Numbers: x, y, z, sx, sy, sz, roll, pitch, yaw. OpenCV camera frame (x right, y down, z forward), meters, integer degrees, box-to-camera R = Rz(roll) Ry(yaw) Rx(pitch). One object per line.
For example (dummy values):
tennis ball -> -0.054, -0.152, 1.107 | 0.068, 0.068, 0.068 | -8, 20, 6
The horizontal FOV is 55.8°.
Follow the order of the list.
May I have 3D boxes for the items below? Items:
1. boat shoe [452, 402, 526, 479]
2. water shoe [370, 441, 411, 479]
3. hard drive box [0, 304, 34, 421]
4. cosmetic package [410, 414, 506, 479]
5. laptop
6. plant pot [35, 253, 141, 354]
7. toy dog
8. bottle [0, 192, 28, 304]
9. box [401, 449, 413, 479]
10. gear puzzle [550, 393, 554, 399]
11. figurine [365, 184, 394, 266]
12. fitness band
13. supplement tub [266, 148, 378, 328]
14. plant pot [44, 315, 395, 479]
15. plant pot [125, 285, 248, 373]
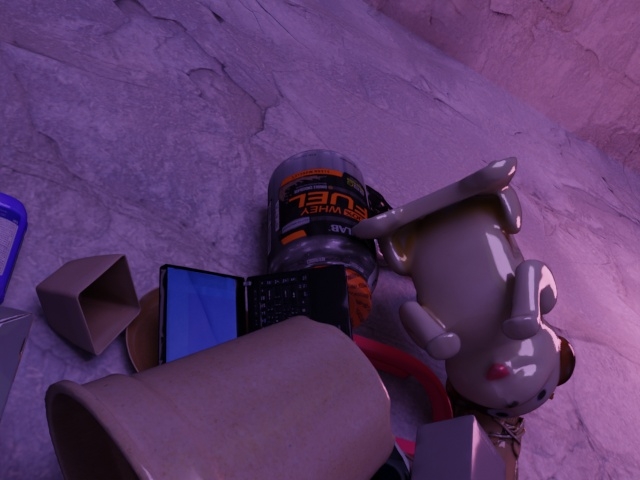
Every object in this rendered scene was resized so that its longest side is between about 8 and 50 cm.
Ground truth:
boat shoe -> 0.317, 0.349, 1.135 | 0.122, 0.110, 0.341 | 23, 40, -18
water shoe -> 0.063, 0.282, 0.847 | 0.203, 0.073, 0.080 | 51, 13, -8
hard drive box -> -0.389, 0.198, 0.632 | 0.089, 0.232, 0.181 | 19, 42, -23
cosmetic package -> 0.190, 0.377, 0.837 | 0.127, 0.107, 0.238 | 55, 33, -24
laptop -> -0.091, 0.144, 0.906 | 0.265, 0.136, 0.234 | -8, 70, 9
plant pot -> -0.344, 0.085, 0.880 | 0.096, 0.108, 0.109 | 7, 33, 19
toy dog -> 0.267, 0.113, 1.068 | 0.395, 0.285, 0.407 | 22, 46, -81
bottle -> -0.486, 0.052, 0.818 | 0.118, 0.092, 0.282 | 14, 44, -22
box -> 0.075, 0.392, 0.918 | 0.290, 0.087, 0.169 | 36, 38, -3
gear puzzle -> 0.373, 0.210, 1.288 | 0.339, 0.175, 0.044 | 44, 79, 8
figurine -> 0.168, -0.011, 1.412 | 0.210, 0.092, 0.214 | 20, 42, -28
fitness band -> 0.109, 0.286, 1.089 | 0.291, 0.054, 0.208 | 22, 43, -18
supplement tub -> 0.000, 0.000, 1.163 | 0.207, 0.207, 0.337 | 19, 42, -23
plant pot -> -0.092, 0.245, 0.700 | 0.306, 0.333, 0.333 | -25, 69, -39
plant pot -> -0.199, 0.171, 0.974 | 0.237, 0.032, 0.236 | 21, 42, -20
